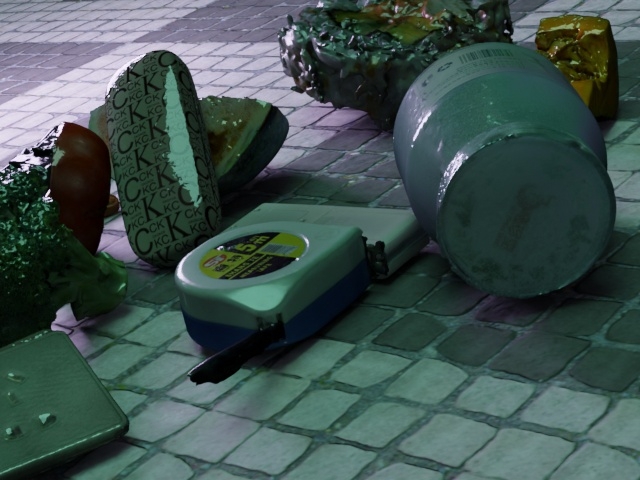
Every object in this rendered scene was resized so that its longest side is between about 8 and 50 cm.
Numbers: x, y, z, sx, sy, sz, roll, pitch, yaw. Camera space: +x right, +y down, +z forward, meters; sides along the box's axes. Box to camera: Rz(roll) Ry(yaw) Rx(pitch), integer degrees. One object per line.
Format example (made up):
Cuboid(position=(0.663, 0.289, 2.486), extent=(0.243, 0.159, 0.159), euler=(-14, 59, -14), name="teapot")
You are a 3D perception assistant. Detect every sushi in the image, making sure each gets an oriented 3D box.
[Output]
Cuboid(position=(0.126, -0.314, 2.290), extent=(0.417, 0.176, 0.417), euler=(-5, 23, 2), name="sushi")

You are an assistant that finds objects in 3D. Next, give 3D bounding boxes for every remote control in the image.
Cuboid(position=(0.000, 0.000, 1.784), extent=(0.277, 0.056, 0.103), euler=(4, 29, 39), name="remote control")

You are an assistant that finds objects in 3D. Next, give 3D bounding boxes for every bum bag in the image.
Cuboid(position=(-0.443, -0.113, 2.253), extent=(0.137, 0.074, 0.310), euler=(27, 37, 11), name="bum bag")

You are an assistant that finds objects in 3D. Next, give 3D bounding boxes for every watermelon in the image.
Cuboid(position=(-0.192, -0.124, 2.107), extent=(0.321, 0.188, 0.175), euler=(11, 77, 34), name="watermelon")

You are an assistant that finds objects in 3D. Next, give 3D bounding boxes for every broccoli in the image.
Cuboid(position=(-0.378, 0.035, 1.725), extent=(0.270, 0.270, 0.270), euler=(10, 7, -35), name="broccoli")

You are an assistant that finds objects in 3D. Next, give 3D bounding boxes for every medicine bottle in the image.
Cuboid(position=(0.215, -0.079, 1.604), extent=(0.244, 0.245, 0.290), euler=(-13, 24, 3), name="medicine bottle")

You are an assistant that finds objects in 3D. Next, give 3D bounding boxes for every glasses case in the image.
Cuboid(position=(-0.227, -0.122, 1.956), extent=(0.137, 0.085, 0.355), euler=(-25, 57, 16), name="glasses case")

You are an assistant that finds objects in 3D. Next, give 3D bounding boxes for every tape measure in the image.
Cuboid(position=(-0.100, 0.084, 1.586), extent=(0.215, 0.098, 0.351), euler=(6, 27, 36), name="tape measure")

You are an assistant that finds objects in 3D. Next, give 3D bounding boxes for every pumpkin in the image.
Cuboid(position=(0.361, -0.210, 1.995), extent=(0.130, 0.126, 0.248), euler=(7, 48, 25), name="pumpkin")

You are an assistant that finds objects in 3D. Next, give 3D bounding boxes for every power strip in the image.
Cuboid(position=(-0.332, 0.201, 1.498), extent=(0.198, 0.065, 0.213), euler=(-22, 37, -22), name="power strip")

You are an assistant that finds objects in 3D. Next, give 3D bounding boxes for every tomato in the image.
Cuboid(position=(-0.346, -0.056, 1.964), extent=(0.085, 0.225, 0.225), euler=(5, 20, -11), name="tomato")

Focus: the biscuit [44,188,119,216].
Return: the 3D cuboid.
Cuboid(position=(-0.373, -0.063, 2.146), extent=(0.118, 0.023, 0.140), euler=(5, 38, 4), name="biscuit")
